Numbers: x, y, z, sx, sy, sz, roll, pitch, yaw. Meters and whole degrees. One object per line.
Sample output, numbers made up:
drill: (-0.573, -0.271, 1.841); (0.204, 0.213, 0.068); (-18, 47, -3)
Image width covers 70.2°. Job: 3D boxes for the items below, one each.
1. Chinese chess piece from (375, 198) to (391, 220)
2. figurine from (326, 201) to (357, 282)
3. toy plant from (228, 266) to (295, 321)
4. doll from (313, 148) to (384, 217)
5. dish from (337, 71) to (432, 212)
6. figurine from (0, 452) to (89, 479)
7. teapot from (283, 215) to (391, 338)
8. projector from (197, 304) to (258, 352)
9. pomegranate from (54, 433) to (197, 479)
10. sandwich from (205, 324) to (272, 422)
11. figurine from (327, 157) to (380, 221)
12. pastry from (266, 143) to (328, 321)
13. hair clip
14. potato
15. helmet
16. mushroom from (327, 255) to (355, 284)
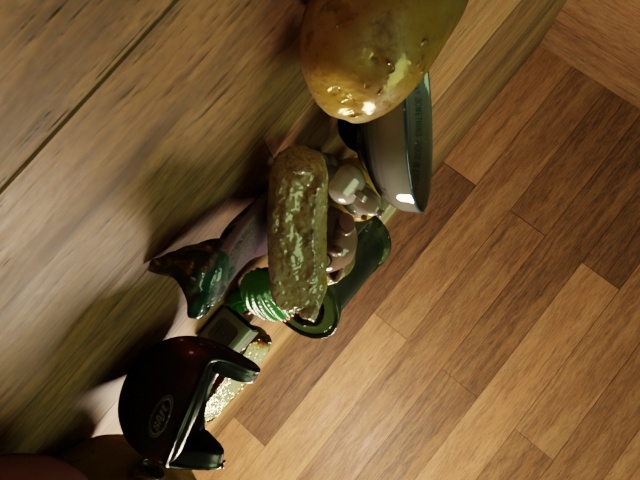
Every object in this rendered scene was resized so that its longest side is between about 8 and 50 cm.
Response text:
Chinese chess piece: (0.171, -0.117, 1.331); (0.250, 0.101, 0.250); (-49, 169, -12)
figurine: (0.000, 0.000, 0.765); (0.125, 0.125, 0.138); (-41, 162, -44)
toy plant: (-0.105, 0.118, 0.904); (0.154, 0.088, 0.240); (1, 157, -18)
doll: (0.036, -0.087, 0.704); (0.059, 0.161, 0.160); (-50, 173, 5)
dish: (0.092, -0.177, 0.702); (0.273, 0.133, 0.273); (-1, 90, -69)
figurine: (-0.341, 0.325, 0.455); (0.270, 0.261, 0.211); (114, -10, -50)
teapot: (0.046, 0.040, 1.100); (0.337, 0.200, 0.270); (-43, 165, -45)
projector: (-0.185, 0.188, 0.918); (0.082, 0.083, 0.083); (-50, 169, -7)
pomegranate: (-0.335, 0.457, 0.689); (0.332, 0.332, 0.332); (-49, 169, -12)
sandwich: (-0.240, 0.318, 1.099); (0.271, 0.099, 0.301); (-54, 167, -9)
figurine: (0.062, -0.104, 0.907); (0.156, 0.131, 0.246); (-39, -175, 21)
pastry: (-0.028, -0.005, 0.634); (0.121, 0.089, 0.258); (-68, 164, -56)
hair clip: (-0.099, -0.011, 0.654); (0.095, 0.110, 0.358); (-11, -167, 26)
potato: (0.066, -0.219, 0.450); (0.150, 0.146, 0.234); (-2, -135, 40)
helmet: (-0.209, 0.246, 0.712); (0.216, 0.193, 0.189); (88, 24, -86)
mushroom: (-0.004, 0.012, 0.883); (0.154, 0.154, 0.122); (-42, 178, -42)
